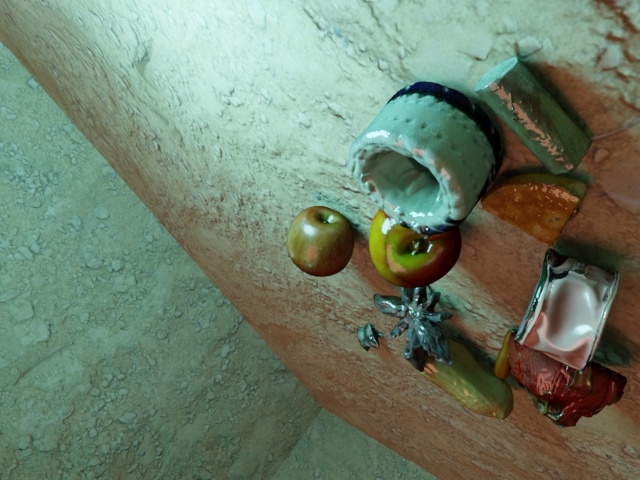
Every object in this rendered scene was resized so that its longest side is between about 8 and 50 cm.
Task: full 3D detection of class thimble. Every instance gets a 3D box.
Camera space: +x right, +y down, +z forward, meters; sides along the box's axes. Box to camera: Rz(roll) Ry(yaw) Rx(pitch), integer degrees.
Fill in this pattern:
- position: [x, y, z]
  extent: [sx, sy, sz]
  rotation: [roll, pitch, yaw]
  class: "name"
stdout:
- position: [0.162, -0.131, 0.784]
  extent: [0.237, 0.150, 0.237]
  rotation: [35, 156, 18]
  class: "thimble"

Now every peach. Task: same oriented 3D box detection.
- position: [0.186, 0.002, 0.955]
  extent: [0.197, 0.197, 0.197]
  rotation: [33, 155, 17]
  class: "peach"

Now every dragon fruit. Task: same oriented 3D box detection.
- position: [0.461, 0.283, 0.949]
  extent: [0.218, 0.148, 0.223]
  rotation: [23, -178, 27]
  class: "dragon fruit"

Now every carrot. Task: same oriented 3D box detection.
- position: [0.459, 0.281, 1.187]
  extent: [0.043, 0.043, 0.248]
  rotation: [27, 151, 30]
  class: "carrot"

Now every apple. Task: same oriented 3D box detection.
- position: [0.000, 0.000, 1.237]
  extent: [0.180, 0.181, 0.169]
  rotation: [31, 132, 23]
  class: "apple"

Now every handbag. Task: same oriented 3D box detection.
- position: [0.410, 0.116, 0.808]
  extent: [0.116, 0.179, 0.205]
  rotation: [19, 156, 25]
  class: "handbag"

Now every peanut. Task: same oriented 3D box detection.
- position: [0.385, 0.359, 1.310]
  extent: [0.318, 0.148, 0.148]
  rotation: [33, 156, 5]
  class: "peanut"

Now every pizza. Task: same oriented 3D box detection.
- position: [0.343, -0.054, 0.767]
  extent: [0.175, 0.046, 0.134]
  rotation: [10, 141, 51]
  class: "pizza"

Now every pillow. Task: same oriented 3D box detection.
- position: [0.168, 0.350, 1.728]
  extent: [0.091, 0.055, 0.135]
  rotation: [44, 155, -1]
  class: "pillow"

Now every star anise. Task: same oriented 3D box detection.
- position: [0.239, 0.213, 1.222]
  extent: [0.198, 0.110, 0.258]
  rotation: [-47, 56, 42]
  class: "star anise"

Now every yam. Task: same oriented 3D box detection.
- position: [0.284, -0.164, 0.641]
  extent: [0.169, 0.068, 0.068]
  rotation: [43, 157, -7]
  class: "yam"

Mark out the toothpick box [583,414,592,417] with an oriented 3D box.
- position: [0.580, 0.339, 1.045]
  extent: [0.047, 0.083, 0.047]
  rotation: [32, 156, 16]
  class: "toothpick box"
